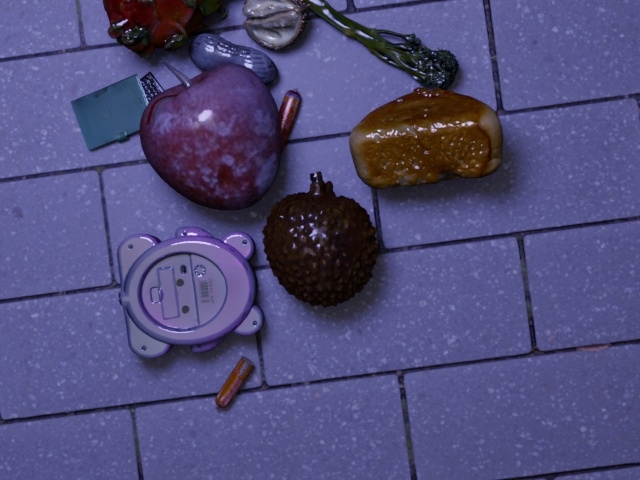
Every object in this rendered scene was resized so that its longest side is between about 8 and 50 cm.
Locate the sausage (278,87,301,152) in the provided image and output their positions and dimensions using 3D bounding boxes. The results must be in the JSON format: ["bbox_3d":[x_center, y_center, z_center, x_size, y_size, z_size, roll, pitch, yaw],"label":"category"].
[{"bbox_3d":[-0.065,-0.216,1.505,0.034,0.034,0.130,21,91,1],"label":"sausage"}]

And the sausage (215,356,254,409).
[{"bbox_3d":[-0.160,0.263,1.508,0.031,0.031,0.107,33,90,1],"label":"sausage"}]

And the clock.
[{"bbox_3d":[-0.231,0.089,1.483,0.247,0.090,0.228,-7,90,0],"label":"clock"}]

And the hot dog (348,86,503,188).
[{"bbox_3d":[0.184,-0.178,1.437,0.256,0.153,0.150,-6,119,12],"label":"hot dog"}]

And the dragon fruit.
[{"bbox_3d":[-0.243,-0.424,1.440,0.269,0.198,0.200,-4,65,-1],"label":"dragon fruit"}]

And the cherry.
[{"bbox_3d":[-0.185,-0.190,1.416,0.236,0.213,0.285,-27,107,25],"label":"cherry"}]

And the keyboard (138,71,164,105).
[{"bbox_3d":[-0.278,-0.214,1.522,0.063,0.010,0.198,-37,89,3],"label":"keyboard"}]

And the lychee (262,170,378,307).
[{"bbox_3d":[0.000,0.000,1.427,0.200,0.200,0.238,-1,103,1],"label":"lychee"}]

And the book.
[{"bbox_3d":[-0.378,-0.232,1.517,0.135,0.017,0.103,-21,90,6],"label":"book"}]

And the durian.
[{"bbox_3d":[-0.067,-0.405,1.477,0.140,0.071,0.110,-11,118,30],"label":"durian"}]

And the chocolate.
[{"bbox_3d":[-0.157,-0.322,1.489,0.167,0.072,0.072,22,91,1],"label":"chocolate"}]

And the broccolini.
[{"bbox_3d":[0.079,-0.397,1.492,0.392,0.079,0.074,35,49,2],"label":"broccolini"}]
